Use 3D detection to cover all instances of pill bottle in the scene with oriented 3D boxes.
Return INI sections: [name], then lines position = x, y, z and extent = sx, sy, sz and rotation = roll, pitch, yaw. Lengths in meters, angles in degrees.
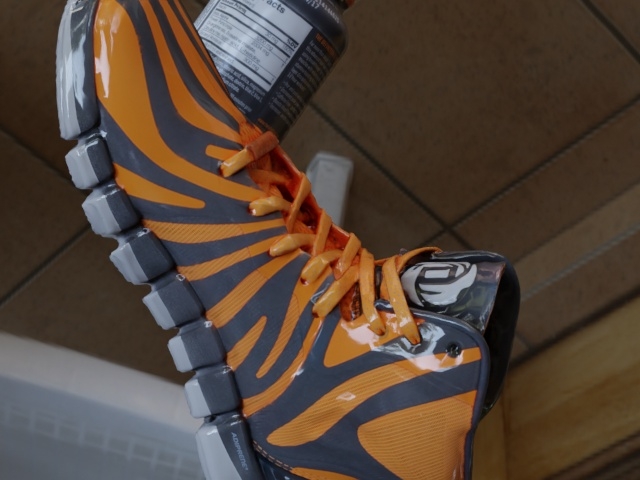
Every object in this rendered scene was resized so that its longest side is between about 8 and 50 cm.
[pill bottle]
position = -0.061, -0.166, 0.964
extent = 0.130, 0.130, 0.245
rotation = 37, 85, -21

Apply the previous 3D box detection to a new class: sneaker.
[sneaker]
position = 0.000, 0.000, 0.530
extent = 0.180, 0.124, 0.321
rotation = -13, 108, 28
